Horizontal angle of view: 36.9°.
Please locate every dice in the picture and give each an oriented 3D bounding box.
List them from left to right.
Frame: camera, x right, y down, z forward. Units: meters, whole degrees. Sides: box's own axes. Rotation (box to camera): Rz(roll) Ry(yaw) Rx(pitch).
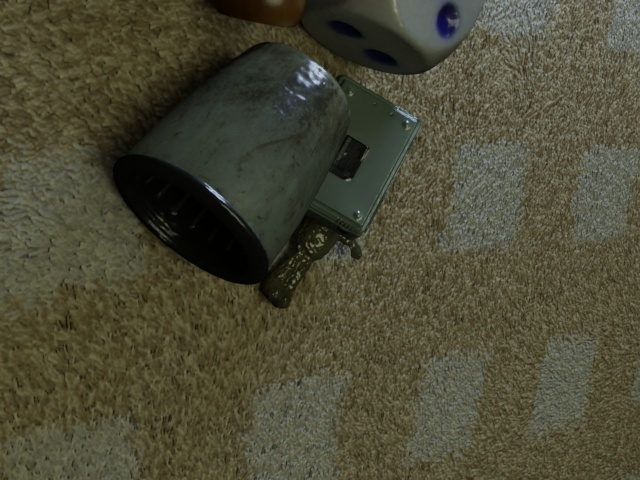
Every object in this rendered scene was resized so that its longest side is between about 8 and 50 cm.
[{"bbox_3d":[0.128,-0.462,1.712,0.251,0.243,0.259,29,80,-43],"label":"dice"}]

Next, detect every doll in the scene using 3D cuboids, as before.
[{"bbox_3d":[-0.011,-0.013,1.841,0.286,0.091,0.202,-29,105,-18],"label":"doll"}]

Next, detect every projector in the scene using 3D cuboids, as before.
[{"bbox_3d":[0.049,-0.155,1.772,0.192,0.099,0.256,30,80,-5],"label":"projector"}]

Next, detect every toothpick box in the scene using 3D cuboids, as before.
[{"bbox_3d":[-0.077,-0.503,1.552,0.192,0.192,0.294,-3,111,-42],"label":"toothpick box"}]

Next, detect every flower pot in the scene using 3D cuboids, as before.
[{"bbox_3d":[-0.123,-0.137,1.568,0.330,0.294,0.293,-53,132,-26],"label":"flower pot"}]
